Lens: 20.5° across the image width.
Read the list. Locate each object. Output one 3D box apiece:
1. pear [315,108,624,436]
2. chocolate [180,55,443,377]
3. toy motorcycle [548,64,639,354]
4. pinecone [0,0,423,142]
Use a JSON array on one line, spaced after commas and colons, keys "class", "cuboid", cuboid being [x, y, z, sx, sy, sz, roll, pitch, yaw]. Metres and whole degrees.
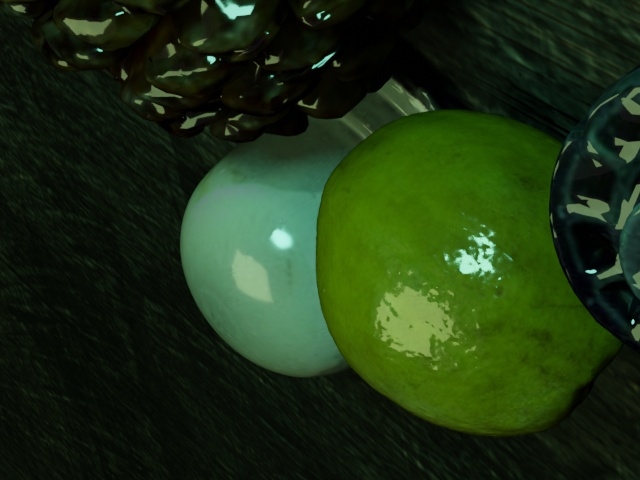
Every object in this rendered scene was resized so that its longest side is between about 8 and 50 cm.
[{"class": "pear", "cuboid": [0.076, 0.017, 0.843, 0.162, 0.149, 0.149, 40, 150, 26]}, {"class": "chocolate", "cuboid": [-0.007, -0.004, 0.994, 0.221, 0.147, 0.221, 51, 159, 29]}, {"class": "toy motorcycle", "cuboid": [0.148, -0.090, 0.277, 0.212, 0.125, 0.358, 17, 127, 23]}, {"class": "pinecone", "cuboid": [-0.052, -0.159, 0.827, 0.224, 0.224, 0.272, 43, 176, 36]}]
